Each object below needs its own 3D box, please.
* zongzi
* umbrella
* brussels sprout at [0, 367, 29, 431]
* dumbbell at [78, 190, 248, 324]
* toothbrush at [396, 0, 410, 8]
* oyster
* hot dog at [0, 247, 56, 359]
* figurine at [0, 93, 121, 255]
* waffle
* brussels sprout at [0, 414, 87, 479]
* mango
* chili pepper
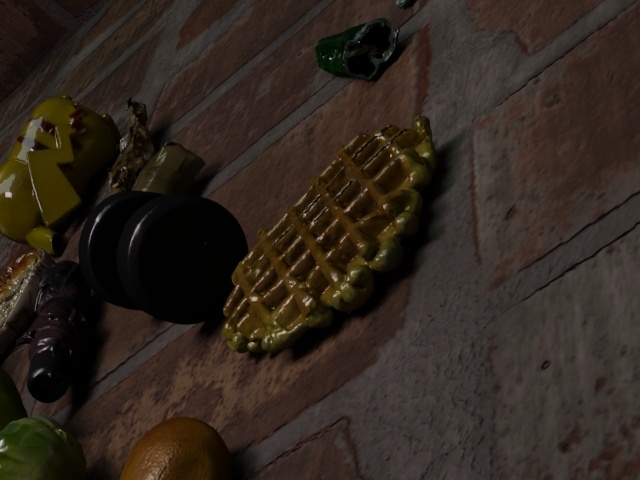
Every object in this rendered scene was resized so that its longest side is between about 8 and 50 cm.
[{"bbox_3d":[-0.254,-0.050,1.907,0.176,0.078,0.160,-32,26,57],"label":"zongzi"},{"bbox_3d":[-0.356,0.121,1.783,0.090,0.094,0.326,-49,22,17],"label":"umbrella"},{"bbox_3d":[-0.492,0.281,1.576,0.316,0.242,0.274,-29,23,40],"label":"brussels sprout"},{"bbox_3d":[-0.195,0.016,1.581,0.152,0.152,0.218,-54,23,-14],"label":"dumbbell"},{"bbox_3d":[0.189,-0.415,1.759,0.263,0.022,0.026,-51,8,-5],"label":"toothbrush"},{"bbox_3d":[-0.318,-0.120,2.146,0.345,0.078,0.129,-95,30,-58],"label":"oyster"},{"bbox_3d":[-0.523,0.126,2.101,0.144,0.075,0.268,0,54,58],"label":"hot dog"},{"bbox_3d":[-0.485,-0.107,2.307,0.327,0.218,0.169,-63,-15,-17],"label":"figurine"},{"bbox_3d":[0.007,-0.005,1.378,0.300,0.058,0.282,-37,25,27],"label":"waffle"},{"bbox_3d":[-0.316,0.277,1.434,0.149,0.122,0.151,-49,-14,-20],"label":"brussels sprout"},{"bbox_3d":[-0.141,0.240,1.216,0.115,0.089,0.165,-17,40,36],"label":"mango"},{"bbox_3d":[0.036,-0.258,1.747,0.088,0.059,0.227,-45,18,-5],"label":"chili pepper"}]
